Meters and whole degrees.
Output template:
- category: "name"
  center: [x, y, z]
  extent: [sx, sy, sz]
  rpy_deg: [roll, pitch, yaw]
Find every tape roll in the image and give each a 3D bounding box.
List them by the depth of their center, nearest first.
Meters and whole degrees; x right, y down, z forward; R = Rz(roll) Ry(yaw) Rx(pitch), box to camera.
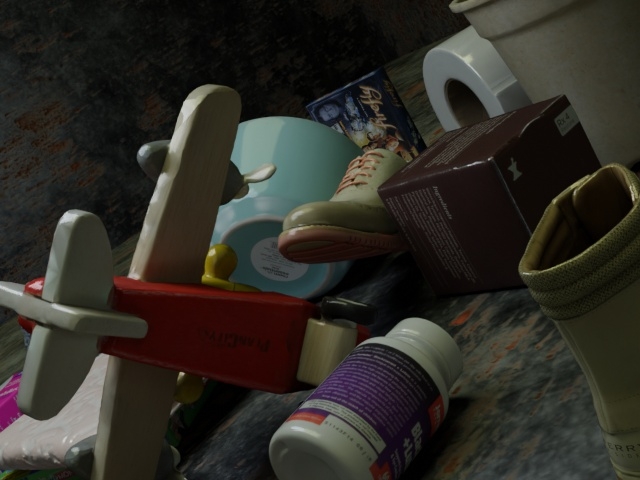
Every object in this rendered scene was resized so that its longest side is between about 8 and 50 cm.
- category: "tape roll"
  center: [0.306, -0.246, 1.521]
  extent: [0.169, 0.246, 0.246]
  rpy_deg: [-33, 13, -12]

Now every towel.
- category: "towel"
  center: [-0.269, 0.207, 1.287]
  extent: [0.332, 0.053, 0.317]
  rpy_deg: [-16, 18, 44]

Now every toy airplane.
- category: "toy airplane"
  center: [-0.163, 0.085, 0.986]
  extent: [0.386, 0.384, 0.272]
  rpy_deg: [-37, 25, -22]

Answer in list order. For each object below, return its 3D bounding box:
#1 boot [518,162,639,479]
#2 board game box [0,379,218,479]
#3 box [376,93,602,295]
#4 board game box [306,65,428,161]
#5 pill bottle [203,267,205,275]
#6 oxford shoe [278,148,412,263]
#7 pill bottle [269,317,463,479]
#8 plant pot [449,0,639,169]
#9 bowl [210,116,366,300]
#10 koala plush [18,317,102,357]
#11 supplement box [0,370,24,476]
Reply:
- category: "boot"
  center: [0.262, 0.025, 0.671]
  extent: [0.262, 0.203, 0.095]
  rpy_deg: [-38, 16, -25]
- category: "board game box"
  center: [-0.301, 0.269, 1.343]
  extent: [0.317, 0.046, 0.213]
  rpy_deg: [-25, 13, 21]
- category: "box"
  center: [0.216, -0.050, 1.143]
  extent: [0.168, 0.167, 0.203]
  rpy_deg: [-38, 15, -34]
- category: "board game box"
  center: [0.101, -0.175, 1.701]
  extent: [0.165, 0.243, 0.042]
  rpy_deg: [-20, 17, 39]
- category: "pill bottle"
  center: [-0.263, 0.086, 1.744]
  extent: [0.136, 0.136, 0.245]
  rpy_deg: [-25, 14, 19]
- category: "oxford shoe"
  center: [0.050, -0.049, 1.267]
  extent: [0.141, 0.146, 0.397]
  rpy_deg: [-8, 0, 24]
- category: "pill bottle"
  center: [0.051, 0.157, 0.855]
  extent: [0.108, 0.108, 0.193]
  rpy_deg: [-16, 19, 47]
- category: "plant pot"
  center: [0.395, -0.268, 1.272]
  extent: [0.334, 0.305, 0.334]
  rpy_deg: [-29, 13, 7]
- category: "bowl"
  center: [-0.060, -0.021, 1.454]
  extent: [0.312, 0.311, 0.163]
  rpy_deg: [-24, 33, 27]
- category: "koala plush"
  center: [-0.418, 0.174, 1.755]
  extent: [0.221, 0.203, 0.196]
  rpy_deg: [-2, 10, 20]
- category: "supplement box"
  center: [-0.495, 0.301, 1.501]
  extent: [0.111, 0.114, 0.220]
  rpy_deg: [-25, 12, 27]
